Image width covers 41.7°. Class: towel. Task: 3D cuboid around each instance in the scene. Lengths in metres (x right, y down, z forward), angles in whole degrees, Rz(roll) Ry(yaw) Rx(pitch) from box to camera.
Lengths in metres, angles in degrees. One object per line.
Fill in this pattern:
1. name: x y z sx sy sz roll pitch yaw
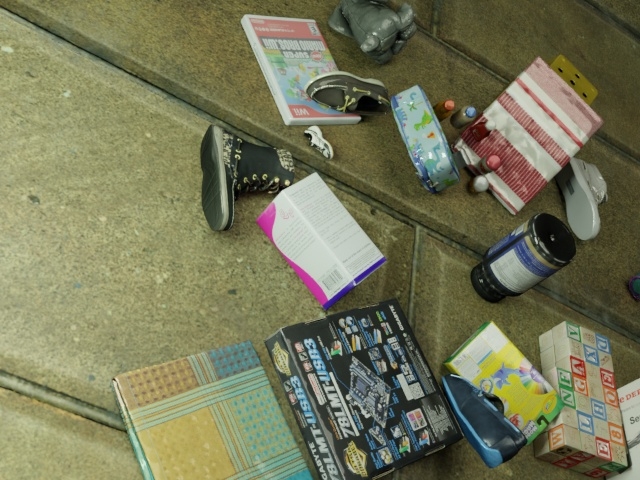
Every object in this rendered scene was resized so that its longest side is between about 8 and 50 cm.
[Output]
1. towel: -0.146 0.349 1.301 0.271 0.040 0.370 -10 65 -40
2. towel: 0.504 -0.256 2.052 0.237 0.037 0.329 45 83 -2

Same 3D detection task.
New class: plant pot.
1. plant pot: 0.595 -0.358 2.203 0.212 0.187 0.212 46 46 -1

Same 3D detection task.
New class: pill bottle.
1. pill bottle: 0.423 0.044 1.784 0.122 0.219 0.123 18 52 -25

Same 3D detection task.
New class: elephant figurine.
1. elephant figurine: 0.102 -0.549 2.028 0.169 0.186 0.239 -42 75 -2

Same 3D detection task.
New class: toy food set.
1. toy food set: 0.353 -0.229 1.958 0.111 0.104 0.232 -27 90 -12

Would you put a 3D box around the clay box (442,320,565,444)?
1. clay box: 0.364 0.284 1.661 0.127 0.053 0.222 -41 89 -13

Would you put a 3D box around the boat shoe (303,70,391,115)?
1. boat shoe: 0.066 -0.315 1.833 0.227 0.081 0.069 -3 59 -40

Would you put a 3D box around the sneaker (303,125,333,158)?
1. sneaker: -0.006 -0.203 1.783 0.037 0.032 0.083 -26 73 -29

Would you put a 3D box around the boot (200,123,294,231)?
1. boot: -0.130 -0.107 1.580 0.178 0.085 0.236 12 48 -28

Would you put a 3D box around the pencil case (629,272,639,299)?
1. pencil case: 0.856 0.105 2.160 0.151 0.064 0.070 -16 46 -41

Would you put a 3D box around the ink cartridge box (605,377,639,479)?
1. ink cartridge box: 0.686 0.432 1.723 0.114 0.198 0.273 16 52 -25

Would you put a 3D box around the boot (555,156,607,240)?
1. boot: 0.699 -0.109 2.169 0.123 0.095 0.258 8 55 -23

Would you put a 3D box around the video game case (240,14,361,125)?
1. video game case: -0.043 -0.381 1.876 0.204 0.025 0.285 -8 66 -39

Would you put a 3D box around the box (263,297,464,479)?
1. box: 0.080 0.267 1.490 0.293 0.073 0.296 -12 70 -40

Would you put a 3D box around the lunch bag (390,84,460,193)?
1. lunch bag: 0.235 -0.221 1.878 0.176 0.090 0.219 39 29 -68

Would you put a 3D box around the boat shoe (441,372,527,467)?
1. boat shoe: 0.297 0.321 1.524 0.258 0.089 0.109 -120 -173 -61

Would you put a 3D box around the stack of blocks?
1. stack of blocks: 0.532 0.325 1.763 0.171 0.087 0.297 23 50 -21

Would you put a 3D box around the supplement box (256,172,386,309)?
1. supplement box: 0.000 0.000 1.588 0.220 0.111 0.114 51 45 4
